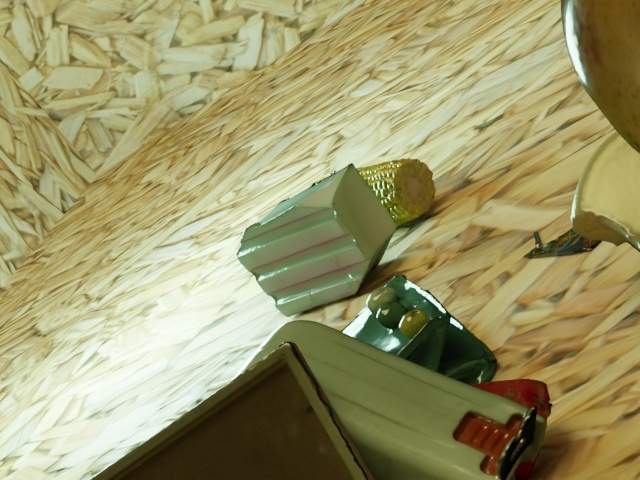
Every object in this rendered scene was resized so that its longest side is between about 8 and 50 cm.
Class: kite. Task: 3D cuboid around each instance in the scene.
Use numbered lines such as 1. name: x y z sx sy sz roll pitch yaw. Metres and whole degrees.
1. kite: 0.288 -0.024 2.068 0.183 0.010 0.160 -34 14 20

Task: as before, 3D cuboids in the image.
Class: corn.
1. corn: 0.062 -0.054 2.577 0.093 0.093 0.244 -45 15 -25

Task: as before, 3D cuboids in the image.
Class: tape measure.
1. tape measure: 0.038 0.193 1.537 0.125 0.243 0.246 -46 -29 -44

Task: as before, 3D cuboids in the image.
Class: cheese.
1. cheese: 0.326 -0.077 1.780 0.163 0.071 0.248 14 77 43

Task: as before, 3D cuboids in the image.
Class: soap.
1. soap: 0.000 0.000 2.449 0.230 0.145 0.091 -21 22 50

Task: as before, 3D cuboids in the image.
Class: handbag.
1. handbag: 0.028 0.152 1.980 0.274 0.100 0.269 -38 14 -1

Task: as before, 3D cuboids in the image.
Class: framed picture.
1. framed picture: -0.036 0.263 1.432 0.232 0.315 0.024 -35 -22 12

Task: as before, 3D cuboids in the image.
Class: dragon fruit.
1. dragon fruit: 0.137 0.185 1.645 0.153 0.110 0.153 -9 -13 -2

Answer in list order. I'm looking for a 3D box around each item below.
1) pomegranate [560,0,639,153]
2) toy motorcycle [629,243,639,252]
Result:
1. pomegranate: 0.409 -0.207 1.611 0.417 0.416 0.416 -36 14 10
2. toy motorcycle: 0.372 -0.078 1.881 0.229 0.094 0.130 -54 11 -8
